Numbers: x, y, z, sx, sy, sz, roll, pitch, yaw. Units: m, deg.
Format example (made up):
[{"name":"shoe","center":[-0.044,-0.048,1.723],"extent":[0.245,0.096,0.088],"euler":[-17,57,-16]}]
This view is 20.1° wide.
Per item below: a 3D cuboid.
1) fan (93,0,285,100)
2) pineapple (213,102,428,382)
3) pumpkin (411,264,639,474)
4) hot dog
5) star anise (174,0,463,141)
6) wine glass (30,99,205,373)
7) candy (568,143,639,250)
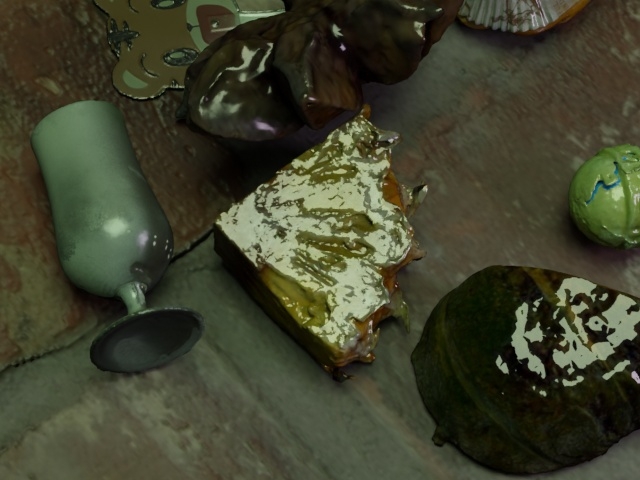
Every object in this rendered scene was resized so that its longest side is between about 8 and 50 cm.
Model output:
[{"name":"fan","center":[-0.100,-0.210,1.740],"extent":[0.226,0.008,0.153],"euler":[-9,62,-10]},{"name":"pineapple","center":[0.000,0.000,1.576],"extent":[0.186,0.114,0.236],"euler":[10,63,-1]},{"name":"pumpkin","center":[0.215,0.124,1.531],"extent":[0.278,0.111,0.163],"euler":[21,65,5]},{"name":"hot dog","center":[0.232,-0.286,1.788],"extent":[0.131,0.069,0.252],"euler":[36,60,24]},{"name":"star anise","center":[-0.001,-0.183,1.624],"extent":[0.315,0.108,0.315],"euler":[-24,28,14]},{"name":"wine glass","center":[-0.181,-0.007,1.566],"extent":[0.103,0.103,0.231],"euler":[-14,59,-14]},{"name":"candy","center":[0.386,-0.048,1.672],"extent":[0.335,0.092,0.093],"euler":[-4,24,-16]}]
